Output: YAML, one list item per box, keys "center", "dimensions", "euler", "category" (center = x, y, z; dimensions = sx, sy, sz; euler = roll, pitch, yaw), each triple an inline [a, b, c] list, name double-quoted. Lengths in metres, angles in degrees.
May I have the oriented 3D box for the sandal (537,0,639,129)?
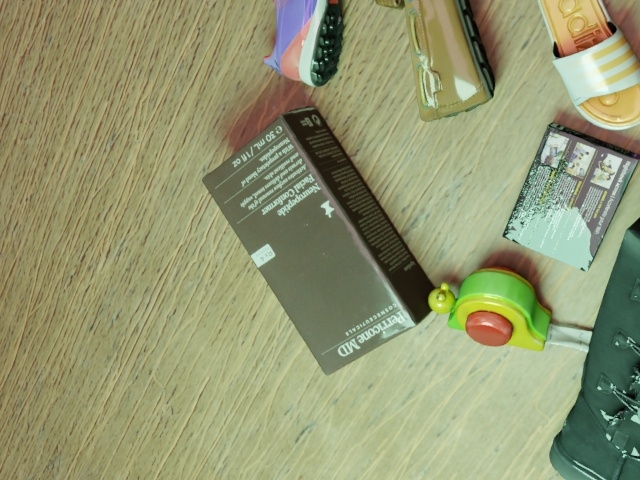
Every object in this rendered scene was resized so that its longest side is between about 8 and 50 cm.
- center: [0.353, -0.267, 1.108]
  dimensions: [0.102, 0.076, 0.265]
  euler: [-27, 90, 29]
  category: "sandal"

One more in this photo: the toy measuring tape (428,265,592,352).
- center: [0.317, 0.106, 1.194]
  dimensions: [0.330, 0.121, 0.121]
  euler: [10, 107, 20]
  category: "toy measuring tape"

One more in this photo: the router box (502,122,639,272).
- center: [0.356, -0.061, 1.174]
  dimensions: [0.133, 0.046, 0.179]
  euler: [25, 112, 18]
  category: "router box"

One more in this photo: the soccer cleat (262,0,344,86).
- center: [-0.014, -0.399, 1.239]
  dimensions: [0.116, 0.109, 0.318]
  euler: [21, 113, 24]
  category: "soccer cleat"

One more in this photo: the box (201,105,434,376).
- center: [0.000, 0.000, 1.310]
  dimensions: [0.191, 0.143, 0.381]
  euler: [-35, 88, 28]
  category: "box"

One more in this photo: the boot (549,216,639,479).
- center: [0.515, 0.200, 1.039]
  dimensions: [0.367, 0.146, 0.445]
  euler: [21, 127, 20]
  category: "boot"

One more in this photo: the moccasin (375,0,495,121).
- center: [0.131, -0.359, 1.169]
  dimensions: [0.147, 0.139, 0.380]
  euler: [-15, 105, 19]
  category: "moccasin"
